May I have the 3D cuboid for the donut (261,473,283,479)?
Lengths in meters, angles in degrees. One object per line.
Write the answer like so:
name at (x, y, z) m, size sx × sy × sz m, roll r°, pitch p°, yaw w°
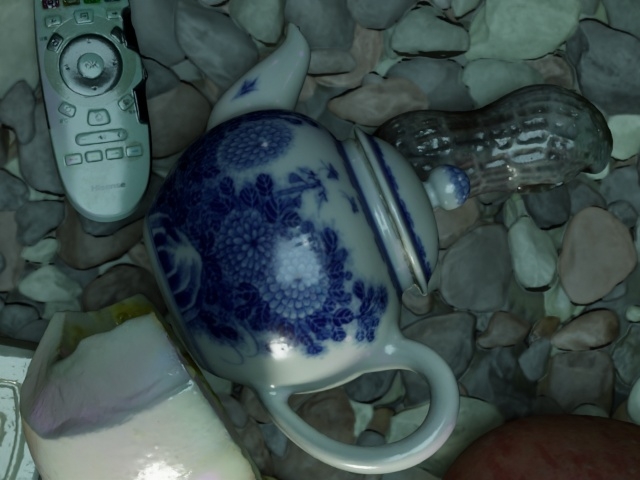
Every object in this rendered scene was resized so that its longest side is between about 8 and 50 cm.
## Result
donut at (-0.091, 0.377, 1.258) m, size 0.330 × 0.160 × 0.330 m, roll -2°, pitch 95°, yaw -20°

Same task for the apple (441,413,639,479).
apple at (0.256, 0.316, 1.284) m, size 0.345 × 0.269 × 0.345 m, roll -2°, pitch 116°, yaw -4°

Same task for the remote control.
remote control at (-0.208, -0.144, 1.234) m, size 0.097 × 0.045 × 0.256 m, roll -6°, pitch 94°, yaw -13°

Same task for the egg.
egg at (-0.164, 0.162, 1.140) m, size 0.162 × 0.271 × 0.206 m, roll -33°, pitch 105°, yaw -6°

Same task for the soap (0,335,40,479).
soap at (-0.312, 0.180, 1.237) m, size 0.121 × 0.064 × 0.183 m, roll 11°, pitch 93°, yaw -11°

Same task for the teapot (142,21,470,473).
teapot at (0.000, 0.000, 1.179) m, size 0.280 × 0.252 × 0.424 m, roll -22°, pitch 70°, yaw 2°

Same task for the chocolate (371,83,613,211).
chocolate at (0.158, -0.089, 1.287) m, size 0.248 × 0.110 × 0.110 m, roll -10°, pitch 98°, yaw -12°
